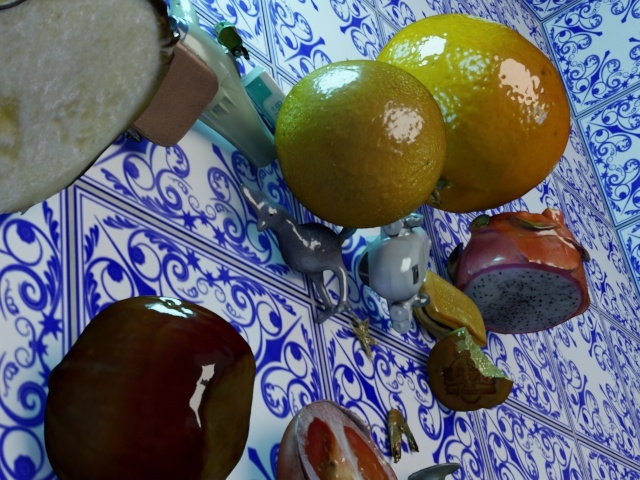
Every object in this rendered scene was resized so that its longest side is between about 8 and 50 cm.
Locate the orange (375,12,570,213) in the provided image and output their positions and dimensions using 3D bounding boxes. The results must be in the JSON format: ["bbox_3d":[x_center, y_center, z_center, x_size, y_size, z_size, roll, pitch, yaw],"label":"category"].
[{"bbox_3d":[0.279,-0.241,2.036,0.424,0.424,0.326,45,64,-31],"label":"orange"}]

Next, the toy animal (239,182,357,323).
[{"bbox_3d":[0.002,0.030,1.633,0.367,0.081,0.206,15,54,-60],"label":"toy animal"}]

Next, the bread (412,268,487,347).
[{"bbox_3d":[0.238,0.137,1.954,0.200,0.077,0.116,33,40,-41],"label":"bread"}]

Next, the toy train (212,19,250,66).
[{"bbox_3d":[-0.147,-0.325,1.691,0.071,0.038,0.148,59,0,-18],"label":"toy train"}]

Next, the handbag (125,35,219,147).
[{"bbox_3d":[-0.245,-0.219,1.373,0.072,0.151,0.193,27,-11,49],"label":"handbag"}]

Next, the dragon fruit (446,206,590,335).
[{"bbox_3d":[0.405,0.048,2.108,0.290,0.290,0.189,37,41,-40],"label":"dragon fruit"}]

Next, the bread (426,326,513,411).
[{"bbox_3d":[0.261,0.242,1.845,0.156,0.125,0.086,45,18,7],"label":"bread"}]

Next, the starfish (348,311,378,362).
[{"bbox_3d":[0.071,0.159,1.707,0.092,0.016,0.086,34,36,-52],"label":"starfish"}]

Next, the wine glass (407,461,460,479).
[{"bbox_3d":[0.202,0.452,1.578,0.093,0.093,0.202,24,45,-51],"label":"wine glass"}]

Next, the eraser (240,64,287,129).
[{"bbox_3d":[-0.051,-0.195,1.748,0.225,0.052,0.095,52,-1,-18],"label":"eraser"}]

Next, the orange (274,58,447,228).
[{"bbox_3d":[0.059,-0.150,1.592,0.274,0.274,0.274,41,33,-35],"label":"orange"}]

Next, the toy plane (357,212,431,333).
[{"bbox_3d":[0.129,0.029,1.771,0.267,0.122,0.267,-4,90,-81],"label":"toy plane"}]

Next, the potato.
[{"bbox_3d":[-0.378,-0.220,1.105,0.397,0.290,0.296,-34,62,-27],"label":"potato"}]

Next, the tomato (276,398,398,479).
[{"bbox_3d":[0.006,0.315,1.340,0.228,0.112,0.199,30,33,-49],"label":"tomato"}]

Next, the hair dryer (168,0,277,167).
[{"bbox_3d":[-0.160,-0.251,1.618,0.296,0.119,0.298,56,14,-25],"label":"hair dryer"}]

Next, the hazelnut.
[{"bbox_3d":[-0.179,0.174,1.061,0.229,0.229,0.229,41,33,-35],"label":"hazelnut"}]

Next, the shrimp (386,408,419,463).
[{"bbox_3d":[0.135,0.326,1.654,0.083,0.023,0.114,49,25,-29],"label":"shrimp"}]
